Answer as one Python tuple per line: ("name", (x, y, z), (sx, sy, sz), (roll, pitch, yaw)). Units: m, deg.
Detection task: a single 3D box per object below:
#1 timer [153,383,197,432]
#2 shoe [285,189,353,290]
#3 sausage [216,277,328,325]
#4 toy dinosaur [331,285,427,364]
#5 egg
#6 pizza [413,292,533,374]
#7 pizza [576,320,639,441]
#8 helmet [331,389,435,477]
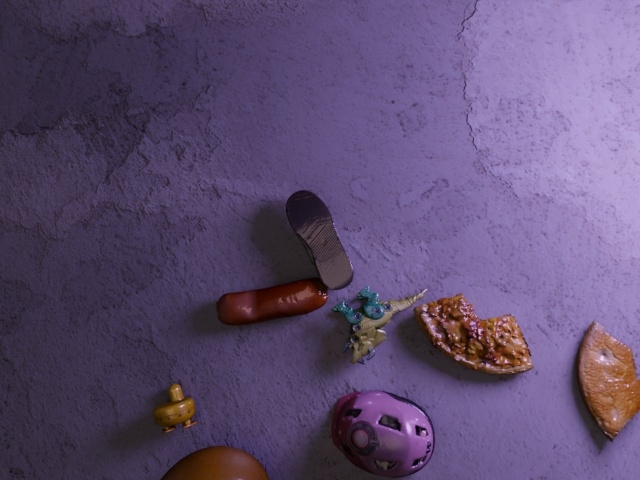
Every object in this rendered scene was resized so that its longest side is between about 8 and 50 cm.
("timer", (-0.380, 0.432, 1.656), (0.107, 0.107, 0.109), (-15, 87, 11))
("shoe", (0.000, 0.000, 1.603), (0.103, 0.098, 0.274), (-24, 80, 3))
("sausage", (-0.123, 0.157, 1.628), (0.300, 0.083, 0.089), (-11, 91, 15))
("toy dinosaur", (0.139, 0.176, 1.568), (0.259, 0.094, 0.153), (-41, 79, 0))
("egg", (-0.272, 0.655, 1.527), (0.351, 0.282, 0.282), (-42, 79, 8))
("pizza", (0.363, 0.222, 1.514), (0.306, 0.085, 0.161), (25, 91, 12))
("pizza", (0.658, 0.318, 1.457), (0.135, 0.056, 0.270), (-18, 82, 13))
("helmet", (0.144, 0.467, 1.518), (0.254, 0.154, 0.198), (7, 89, 8))
